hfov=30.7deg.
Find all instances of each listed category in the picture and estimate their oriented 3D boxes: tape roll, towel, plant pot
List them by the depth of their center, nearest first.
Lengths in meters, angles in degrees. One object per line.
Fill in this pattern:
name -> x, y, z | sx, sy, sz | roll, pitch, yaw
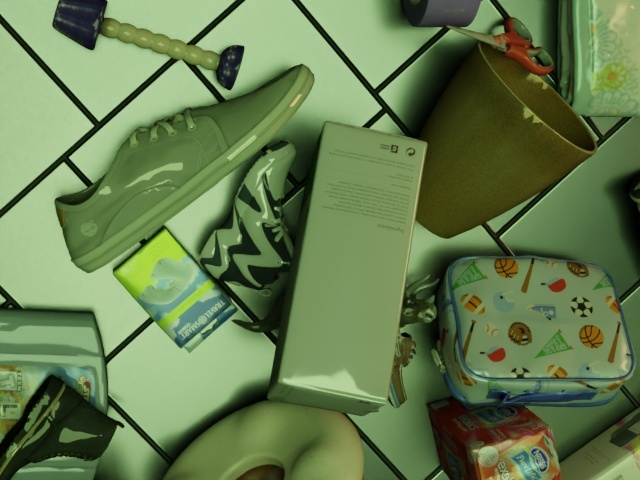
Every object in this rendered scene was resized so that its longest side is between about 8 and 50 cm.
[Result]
tape roll -> 0.177, -0.407, 1.703 | 0.080, 0.189, 0.189 | -2, 99, -10
plant pot -> 0.237, -0.130, 1.745 | 0.237, 0.237, 0.254 | 39, 113, -13
towel -> 0.532, -0.382, 1.822 | 0.321, 0.090, 0.374 | -2, 99, -9

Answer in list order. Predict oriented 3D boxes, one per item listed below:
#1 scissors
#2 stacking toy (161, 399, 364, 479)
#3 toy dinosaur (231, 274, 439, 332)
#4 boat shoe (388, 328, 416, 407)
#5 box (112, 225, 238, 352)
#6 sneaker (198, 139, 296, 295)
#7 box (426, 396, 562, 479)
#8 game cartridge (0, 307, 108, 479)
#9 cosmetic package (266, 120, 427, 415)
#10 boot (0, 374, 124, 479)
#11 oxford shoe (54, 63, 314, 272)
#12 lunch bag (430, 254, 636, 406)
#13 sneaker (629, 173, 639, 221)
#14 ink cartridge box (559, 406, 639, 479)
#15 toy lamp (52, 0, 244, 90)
scissors -> 0.272, -0.283, 1.711 | 0.021, 0.297, 0.109 | -37, 82, 29
stacking toy -> -0.014, 0.509, 1.797 | 0.351, 0.350, 0.480 | -33, 122, -4
toy dinosaur -> 0.016, 0.116, 1.804 | 0.314, 0.121, 0.160 | 8, 86, -9
boat shoe -> 0.108, 0.161, 1.738 | 0.066, 0.066, 0.183 | -18, 105, -10
box -> -0.220, 0.079, 1.781 | 0.109, 0.042, 0.178 | -41, 102, -2
sneaker -> -0.063, -0.021, 1.748 | 0.153, 0.094, 0.235 | 32, 92, 3
box -> 0.265, 0.322, 1.793 | 0.128, 0.257, 0.122 | -15, 99, -8
game cartridge -> -0.423, 0.252, 1.766 | 0.198, 0.062, 0.297 | 3, 98, -6
cosmetic package -> 0.036, 0.046, 1.610 | 0.155, 0.197, 0.365 | 12, 73, -4
boot -> -0.397, 0.316, 1.720 | 0.137, 0.077, 0.198 | 36, 92, -18
oxford shoe -> -0.204, -0.128, 1.694 | 0.449, 0.169, 0.130 | -36, 101, 2
lunch bag -> 0.321, 0.147, 1.796 | 0.303, 0.115, 0.243 | 1, 59, -11
sneaker -> 0.737, -0.034, 1.895 | 0.448, 0.169, 0.257 | -15, 110, 0
ink cartridge box -> 0.574, 0.387, 1.929 | 0.353, 0.119, 0.207 | -34, 102, -3
toy lamp -> -0.252, -0.291, 1.701 | 0.275, 0.080, 0.080 | 16, 95, -11
